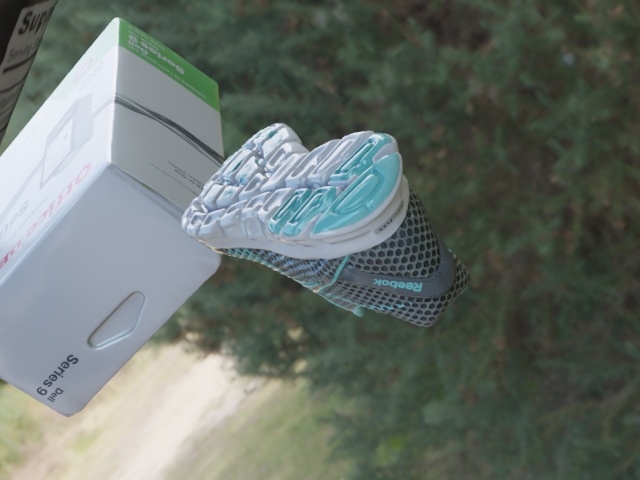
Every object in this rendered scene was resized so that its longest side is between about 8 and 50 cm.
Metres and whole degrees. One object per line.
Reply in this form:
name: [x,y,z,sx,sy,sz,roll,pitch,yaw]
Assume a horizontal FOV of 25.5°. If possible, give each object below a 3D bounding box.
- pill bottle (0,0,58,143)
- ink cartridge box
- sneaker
pill bottle: [-0.174,-0.066,0.411,0.318,0.176,0.176,-64,-2,20]
ink cartridge box: [-0.186,-0.028,1.173,0.211,0.121,0.289,-47,25,18]
sneaker: [0.000,0.000,0.560,0.065,0.076,0.166,-47,22,-10]
